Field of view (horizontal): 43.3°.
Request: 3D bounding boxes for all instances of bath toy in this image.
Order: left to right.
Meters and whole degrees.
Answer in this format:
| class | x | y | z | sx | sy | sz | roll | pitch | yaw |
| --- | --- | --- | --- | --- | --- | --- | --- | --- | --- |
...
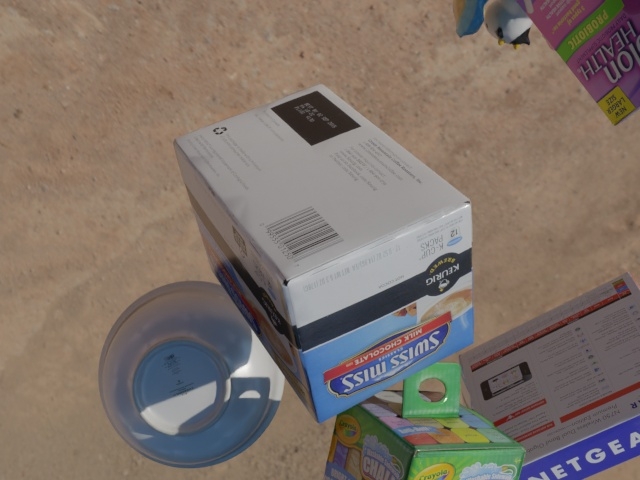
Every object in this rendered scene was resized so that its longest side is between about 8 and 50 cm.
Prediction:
| class | x | y | z | sx | sy | sz | roll | pitch | yaw |
| --- | --- | --- | --- | --- | --- | --- | --- | --- | --- |
| bath toy | 0.394 | -0.364 | 1.311 | 0.349 | 0.128 | 0.151 | 6 | 164 | -14 |

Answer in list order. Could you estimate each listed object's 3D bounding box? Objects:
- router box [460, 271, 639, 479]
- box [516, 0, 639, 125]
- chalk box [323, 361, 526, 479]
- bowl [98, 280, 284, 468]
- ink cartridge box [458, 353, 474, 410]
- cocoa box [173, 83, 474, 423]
| class | x | y | z | sx | sy | sz | roll | pitch | yaw |
| --- | --- | --- | --- | --- | --- | --- | --- | --- | --- |
| router box | 0.414 | 0.236 | 1.317 | 0.336 | 0.301 | 0.082 | -29 | 118 | 17 |
| box | 0.403 | -0.313 | 1.045 | 0.117 | 0.243 | 0.213 | -33 | 173 | -23 |
| chalk box | 0.124 | 0.298 | 1.021 | 0.180 | 0.179 | 0.288 | 6 | 101 | -29 |
| bowl | -0.201 | 0.211 | 1.216 | 0.298 | 0.134 | 0.297 | 0 | 90 | -3 |
| ink cartridge box | 0.363 | 0.313 | 1.647 | 0.140 | 0.082 | 0.190 | -13 | 123 | -4 |
| cocoa box | 0.000 | 0.000 | 1.000 | 0.232 | 0.347 | 0.227 | -24 | 131 | -17 |
